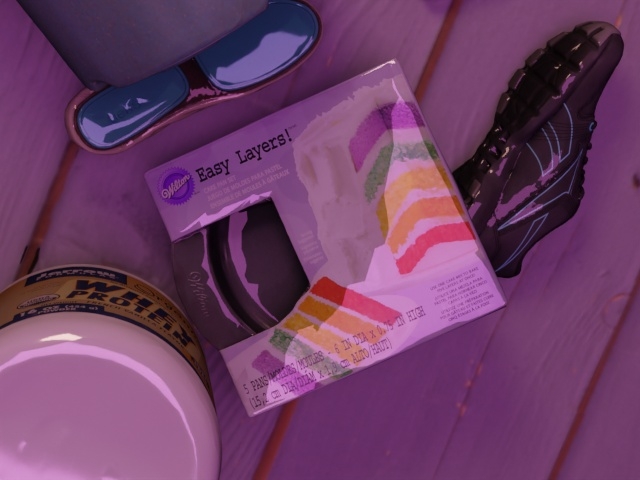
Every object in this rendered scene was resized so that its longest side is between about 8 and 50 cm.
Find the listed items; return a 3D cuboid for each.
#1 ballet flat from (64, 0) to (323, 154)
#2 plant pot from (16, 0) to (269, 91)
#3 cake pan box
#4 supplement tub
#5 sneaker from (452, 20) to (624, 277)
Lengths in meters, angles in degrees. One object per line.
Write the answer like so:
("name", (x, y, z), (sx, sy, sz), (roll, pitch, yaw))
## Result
("ballet flat", (-0.117, -0.152, 1.357), (0.248, 0.086, 0.086), (-25, 102, -8))
("plant pot", (-0.173, -0.323, 1.210), (0.341, 0.341, 0.334), (-32, 109, -1))
("cake pan box", (0.000, 0.000, 1.349), (0.266, 0.070, 0.246), (-23, 86, 5))
("supplement tub", (-0.204, 0.144, 1.272), (0.228, 0.316, 0.228), (-1, 100, -7))
("sneaker", (0.206, -0.083, 1.412), (0.106, 0.101, 0.267), (31, 103, -21))
